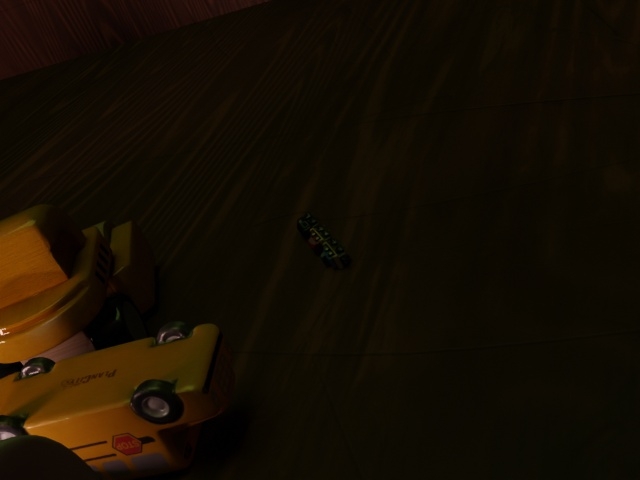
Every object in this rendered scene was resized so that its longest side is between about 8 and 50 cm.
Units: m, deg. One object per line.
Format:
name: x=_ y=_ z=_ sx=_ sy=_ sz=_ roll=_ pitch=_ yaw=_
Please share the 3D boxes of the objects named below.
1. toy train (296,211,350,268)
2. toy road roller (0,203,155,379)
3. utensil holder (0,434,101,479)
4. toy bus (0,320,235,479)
toy train: x=0.000 y=0.000 z=1.059 sx=0.036 sy=0.027 sz=0.158 roll=-32 pitch=31 yaw=-7
toy road roller: x=-0.370 y=0.046 z=1.032 sx=0.202 sy=0.240 sz=0.329 roll=-23 pitch=30 yaw=1
utensil holder: x=-0.328 y=0.332 z=0.477 sx=0.385 sy=0.328 sz=0.327 roll=-22 pitch=30 yaw=1
toy bus: x=-0.249 y=0.196 z=0.821 sx=0.332 sy=0.130 sz=0.108 roll=-15 pitch=30 yaw=14
